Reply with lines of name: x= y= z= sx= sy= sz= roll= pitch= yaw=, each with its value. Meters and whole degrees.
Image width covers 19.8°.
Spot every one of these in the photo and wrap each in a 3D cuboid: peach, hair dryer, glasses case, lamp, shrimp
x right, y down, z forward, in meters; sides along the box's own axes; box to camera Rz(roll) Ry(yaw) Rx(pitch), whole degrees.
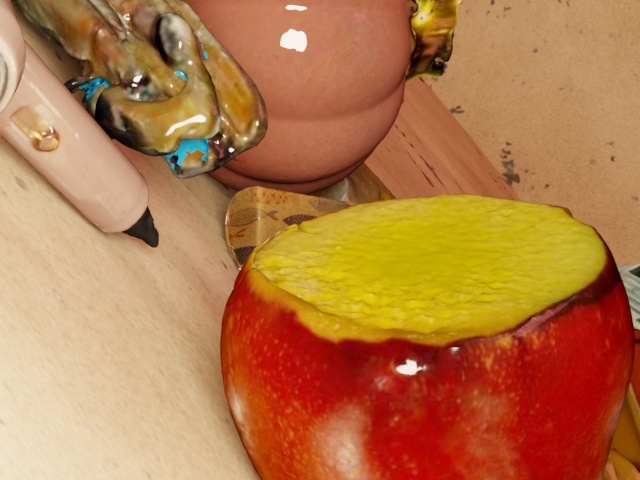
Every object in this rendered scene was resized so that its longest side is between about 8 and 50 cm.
peach: x=0.067 y=0.090 z=1.118 sx=0.275 sy=0.249 sz=0.245 roll=-18 pitch=88 yaw=-63
hair dryer: x=-0.172 y=-0.079 z=1.074 sx=0.344 sy=0.107 sz=0.189 roll=48 pitch=11 yaw=-48
glasses case: x=0.000 y=0.000 z=1.457 sx=0.170 sy=0.041 sz=0.064 roll=8 pitch=77 yaw=-45
lamp: x=-0.013 y=-0.185 z=1.483 sx=0.305 sy=0.240 sz=0.305 roll=-179 pitch=-90 yaw=-80
shrimp: x=-0.161 y=-0.169 z=1.333 sx=0.221 sy=0.110 sz=0.445 roll=51 pitch=2 yaw=-40

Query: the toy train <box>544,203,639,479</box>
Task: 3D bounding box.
toy train: x=0.187 y=0.163 z=1.345 sx=0.232 sy=0.163 sz=0.369 roll=10 pitch=57 yaw=-48

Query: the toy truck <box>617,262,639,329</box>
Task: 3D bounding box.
toy truck: x=0.298 y=0.162 z=1.632 sx=0.136 sy=0.162 sz=0.305 roll=35 pitch=-40 yaw=42

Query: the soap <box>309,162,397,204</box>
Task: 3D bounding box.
soap: x=0.075 y=0.048 z=1.643 sx=0.274 sy=0.089 sz=0.173 roll=48 pitch=14 yaw=-20
